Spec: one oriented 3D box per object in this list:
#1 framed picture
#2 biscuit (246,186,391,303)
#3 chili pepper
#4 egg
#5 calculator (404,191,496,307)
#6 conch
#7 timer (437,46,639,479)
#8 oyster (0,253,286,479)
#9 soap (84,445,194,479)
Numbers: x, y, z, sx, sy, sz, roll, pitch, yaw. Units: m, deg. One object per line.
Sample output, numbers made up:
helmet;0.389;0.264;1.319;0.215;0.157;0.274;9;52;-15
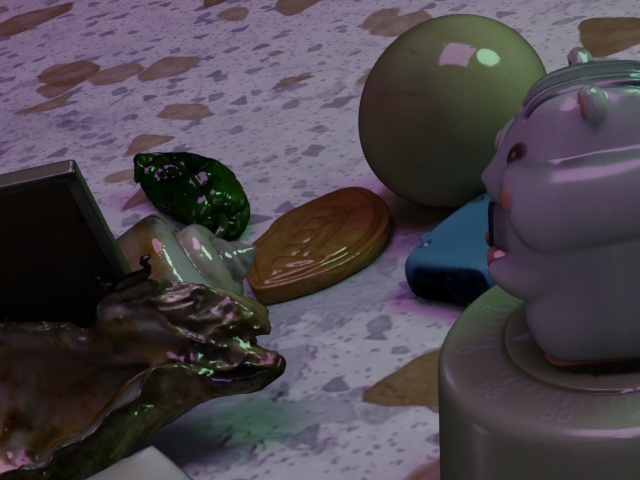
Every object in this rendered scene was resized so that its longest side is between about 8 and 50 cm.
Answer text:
framed picture;-0.256;0.051;1.167;0.213;0.289;0.016;-12;51;7
biscuit;0.000;0.000;1.419;0.142;0.029;0.221;3;30;32
chili pepper;-0.144;-0.054;1.566;0.100;0.074;0.257;-26;23;-17
egg;0.130;-0.127;1.408;0.186;0.186;0.242;-28;-4;-27
calculator;0.208;0.014;1.252;0.293;0.051;0.173;8;34;41
conch;-0.181;0.044;1.305;0.255;0.127;0.158;-16;26;-2
timer;0.193;0.033;0.911;0.291;0.315;0.291;-13;25;6
oyster;-0.198;0.119;1.119;0.337;0.133;0.198;-28;48;-7
soap;-0.124;0.222;0.979;0.121;0.063;0.183;-26;27;-23
